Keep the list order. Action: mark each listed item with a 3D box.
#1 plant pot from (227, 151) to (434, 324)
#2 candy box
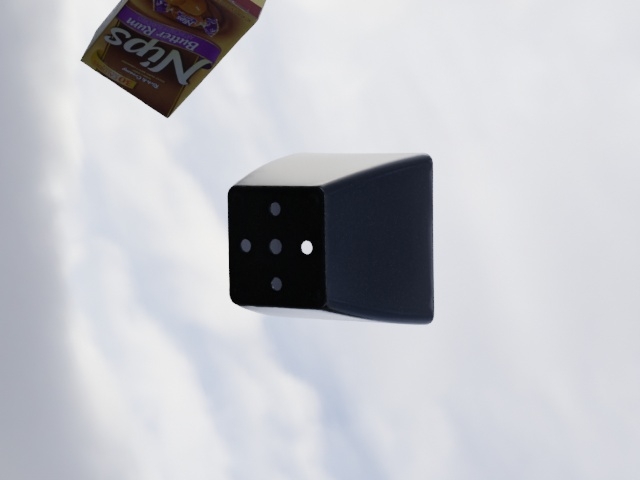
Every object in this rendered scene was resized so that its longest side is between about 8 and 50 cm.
[{"bbox_3d":[0.000,0.000,2.067,0.187,0.167,0.188,2,-86,34],"label":"plant pot"},{"bbox_3d":[-0.143,-0.209,1.877,0.109,0.053,0.187,33,-41,-14],"label":"candy box"}]
